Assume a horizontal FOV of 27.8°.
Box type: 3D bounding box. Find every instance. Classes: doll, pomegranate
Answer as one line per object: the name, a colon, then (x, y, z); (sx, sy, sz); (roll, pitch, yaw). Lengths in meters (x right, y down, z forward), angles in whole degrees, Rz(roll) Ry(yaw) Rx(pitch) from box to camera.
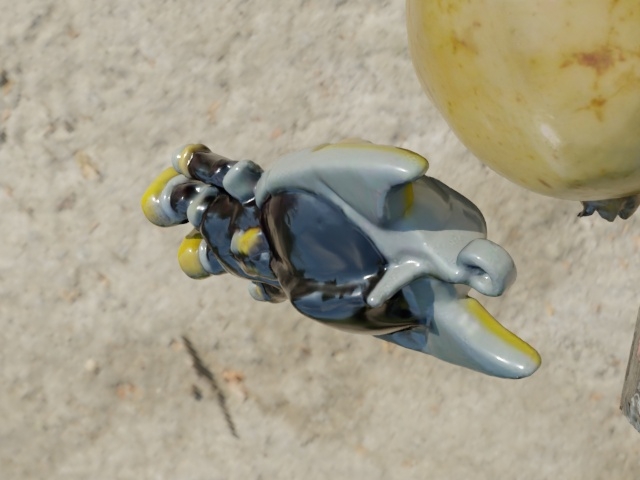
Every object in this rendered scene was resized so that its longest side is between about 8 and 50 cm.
doll: (0.003, 0.003, 0.777); (0.316, 0.103, 0.145); (6, 111, 51)
pomegranate: (0.228, -0.174, 1.069); (0.342, 0.342, 0.342); (15, 130, 18)

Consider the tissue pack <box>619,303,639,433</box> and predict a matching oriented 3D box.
tissue pack: (0.489, 0.110, 1.680); (0.123, 0.245, 0.332); (6, 100, -5)
